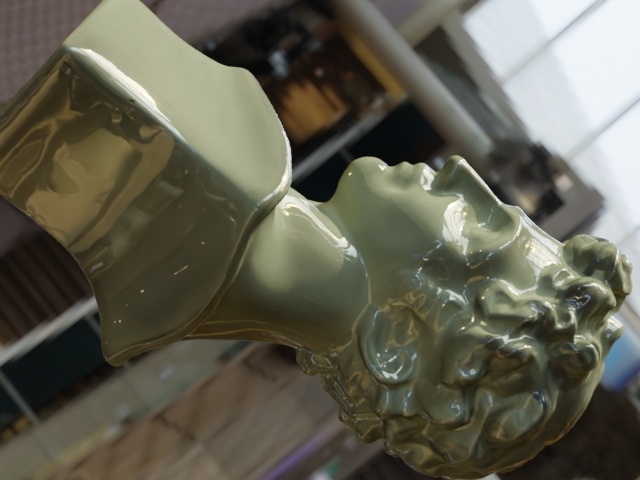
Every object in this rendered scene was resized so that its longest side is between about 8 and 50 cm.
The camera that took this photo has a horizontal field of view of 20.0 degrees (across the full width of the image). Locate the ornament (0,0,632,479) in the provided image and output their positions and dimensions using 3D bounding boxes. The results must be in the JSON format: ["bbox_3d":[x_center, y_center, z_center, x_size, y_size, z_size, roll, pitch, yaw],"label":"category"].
[{"bbox_3d":[-0.011,0.010,0.755,0.120,0.285,0.130,-84,21,-52],"label":"ornament"}]
